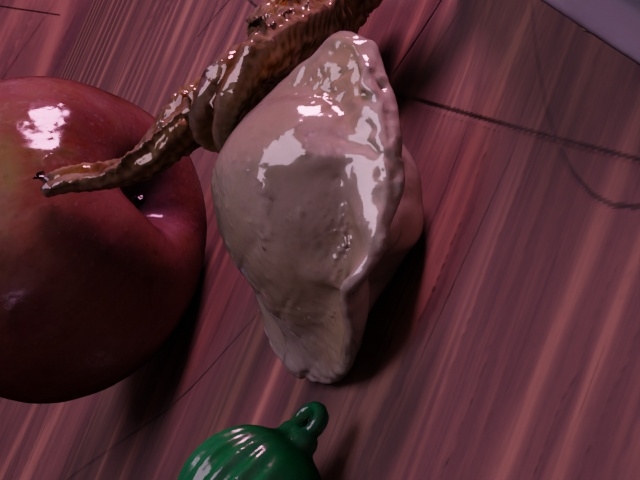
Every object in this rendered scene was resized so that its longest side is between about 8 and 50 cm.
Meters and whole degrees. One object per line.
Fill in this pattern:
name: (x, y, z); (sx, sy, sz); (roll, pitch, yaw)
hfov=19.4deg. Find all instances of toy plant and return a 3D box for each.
toy plant: (-0.053, 0.185, 1.137); (0.200, 0.105, 0.143); (-53, 28, -1)

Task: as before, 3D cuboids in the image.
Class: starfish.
starfish: (-0.056, -0.133, 1.442); (0.324, 0.082, 0.432); (-44, 11, -22)

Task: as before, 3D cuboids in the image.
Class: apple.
apple: (-0.232, -0.009, 1.631); (0.235, 0.306, 0.306); (-28, 35, 28)

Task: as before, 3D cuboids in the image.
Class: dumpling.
dumpling: (0.000, 0.000, 1.209); (0.252, 0.131, 0.179); (-65, 36, 39)

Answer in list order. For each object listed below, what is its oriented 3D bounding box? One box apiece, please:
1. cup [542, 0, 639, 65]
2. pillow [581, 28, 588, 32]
cup: (0.225, -0.138, 0.576); (0.356, 0.259, 0.274); (41, 104, 39)
pillow: (0.221, -0.191, 0.884); (0.185, 0.075, 0.302); (-68, 19, -6)
